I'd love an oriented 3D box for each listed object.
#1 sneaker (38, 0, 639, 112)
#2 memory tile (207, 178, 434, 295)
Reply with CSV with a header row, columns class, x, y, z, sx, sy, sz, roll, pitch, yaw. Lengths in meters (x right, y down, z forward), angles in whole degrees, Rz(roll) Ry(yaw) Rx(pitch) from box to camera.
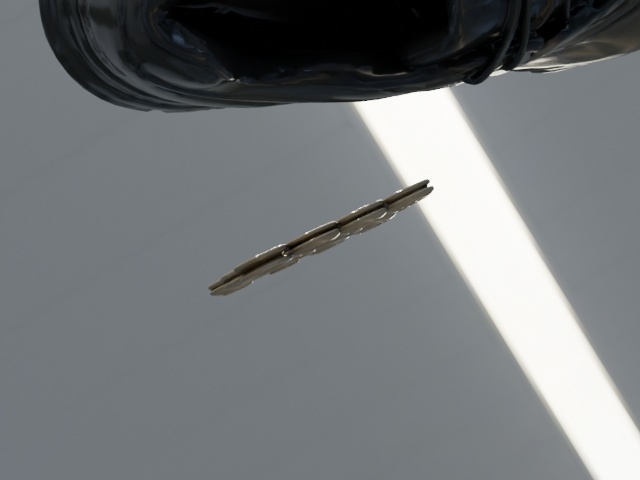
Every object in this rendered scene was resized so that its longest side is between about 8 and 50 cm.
class,x,y,z,sx,sy,sz,roll,pitch,yaw
sneaker,0.056,-0.092,0.568,0.286,0.130,0.109,-17,-74,-14
memory tile,0.000,0.000,1.128,0.148,0.012,0.113,-24,-3,-21
